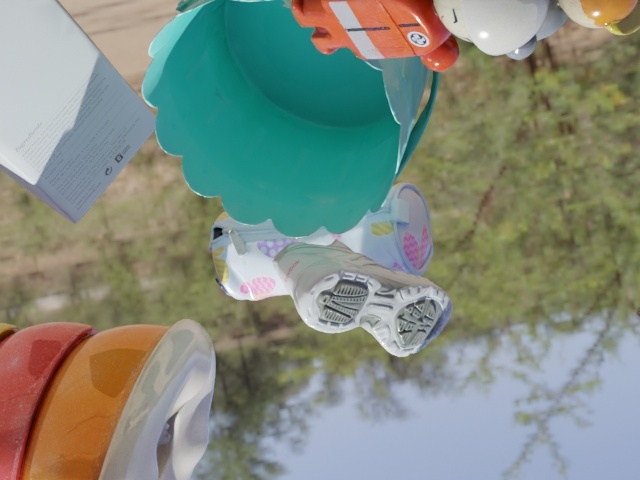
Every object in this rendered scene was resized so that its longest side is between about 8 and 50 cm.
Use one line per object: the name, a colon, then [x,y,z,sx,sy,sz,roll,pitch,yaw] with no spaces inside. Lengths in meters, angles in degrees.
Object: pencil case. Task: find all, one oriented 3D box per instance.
pencil case: [0.000,0.000,1.552,0.273,0.114,0.124,-7,138,27]

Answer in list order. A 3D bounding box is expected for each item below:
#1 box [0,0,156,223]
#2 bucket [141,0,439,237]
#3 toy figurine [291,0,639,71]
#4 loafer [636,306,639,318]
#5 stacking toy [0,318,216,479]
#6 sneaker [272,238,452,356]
box: [-0.374,-0.203,1.457,0.215,0.168,0.345,33,170,31]
bucket: [-0.020,-0.164,1.286,0.281,0.281,0.183,-13,-148,31]
toy figurine: [0.091,-0.202,0.703,0.148,0.213,0.209,3,-170,39]
loafer: [0.275,0.065,0.959,0.056,0.050,0.148,-23,170,20]
stacking toy: [-0.395,0.207,1.590,0.479,0.351,0.350,17,-178,7]
sneaker: [0.045,0.046,1.323,0.232,0.090,0.115,24,-164,-45]
